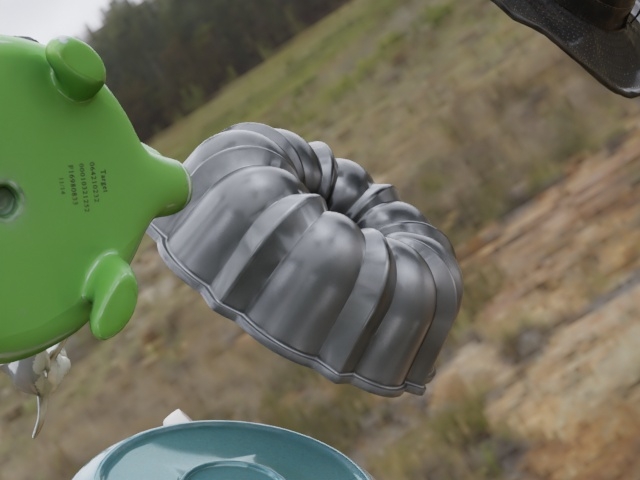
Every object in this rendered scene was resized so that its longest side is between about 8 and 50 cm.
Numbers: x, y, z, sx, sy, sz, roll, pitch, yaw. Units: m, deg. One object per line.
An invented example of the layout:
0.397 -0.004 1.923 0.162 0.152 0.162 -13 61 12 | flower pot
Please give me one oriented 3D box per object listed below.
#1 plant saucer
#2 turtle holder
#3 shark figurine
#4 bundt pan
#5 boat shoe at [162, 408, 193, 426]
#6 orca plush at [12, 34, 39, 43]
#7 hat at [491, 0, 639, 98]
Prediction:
-0.078 0.238 1.533 0.317 0.043 0.317 5 22 -2 | plant saucer
-0.253 -0.046 1.272 0.227 0.243 0.320 0 35 49 | turtle holder
-0.386 0.137 2.171 0.278 0.116 0.166 99 -173 -58 | shark figurine
0.000 0.000 1.630 0.124 0.331 0.331 -58 -9 17 | bundt pan
-0.127 0.378 2.085 0.158 0.340 0.127 -37 15 -7 | boat shoe
-0.356 -0.182 1.952 0.102 0.287 0.151 -50 -21 27 | orca plush
0.265 -0.299 1.683 0.134 0.331 0.331 -46 -8 30 | hat
